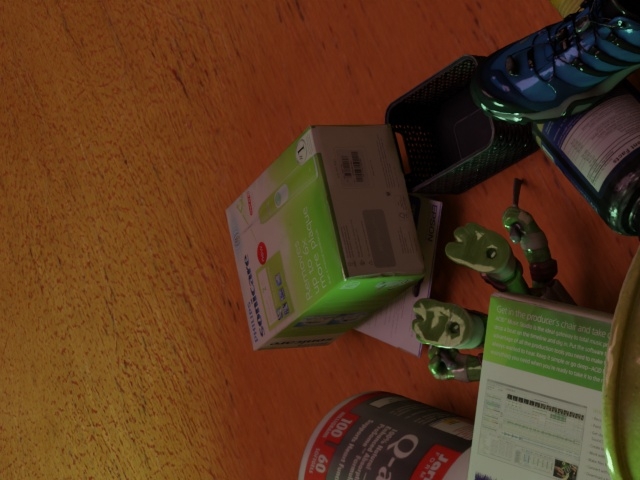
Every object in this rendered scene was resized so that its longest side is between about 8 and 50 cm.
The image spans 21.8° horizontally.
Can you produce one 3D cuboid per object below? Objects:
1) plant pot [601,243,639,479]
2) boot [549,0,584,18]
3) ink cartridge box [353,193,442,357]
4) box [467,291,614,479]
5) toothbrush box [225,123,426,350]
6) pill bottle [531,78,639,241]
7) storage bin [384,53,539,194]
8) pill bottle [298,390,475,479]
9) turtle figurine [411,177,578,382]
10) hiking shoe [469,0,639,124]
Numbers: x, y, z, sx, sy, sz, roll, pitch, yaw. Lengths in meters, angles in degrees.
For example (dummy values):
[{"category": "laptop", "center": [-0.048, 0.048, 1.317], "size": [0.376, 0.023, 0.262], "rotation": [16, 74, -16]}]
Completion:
[{"category": "plant pot", "center": [0.414, 0.117, 1.424], "size": [0.254, 0.276, 0.276], "rotation": [10, 98, 31]}, {"category": "boot", "center": [0.329, -0.365, 1.817], "size": [0.295, 0.104, 0.211], "rotation": [-51, 52, 43]}, {"category": "ink cartridge box", "center": [0.092, 0.029, 2.161], "size": [0.208, 0.045, 0.206], "rotation": [21, 107, 52]}, {"category": "box", "center": [0.251, 0.227, 1.657], "size": [0.232, 0.058, 0.322], "rotation": [13, 99, 47]}, {"category": "toothbrush box", "center": [0.000, 0.000, 2.122], "size": [0.283, 0.122, 0.206], "rotation": [-40, 57, 58]}, {"category": "pill bottle", "center": [0.333, -0.083, 1.794], "size": [0.219, 0.123, 0.122], "rotation": [55, 130, 35]}, {"category": "storage bin", "center": [0.173, -0.139, 2.030], "size": [0.180, 0.084, 0.122], "rotation": [-31, 66, 48]}, {"category": "pill bottle", "center": [0.157, 0.312, 1.945], "size": [0.363, 0.210, 0.210], "rotation": [13, 100, 51]}, {"category": "turtle figurine", "center": [0.172, 0.059, 1.866], "size": [0.198, 0.266, 0.274], "rotation": [-33, 66, 14]}, {"category": "hiking shoe", "center": [0.293, -0.221, 1.735], "size": [0.304, 0.132, 0.113], "rotation": [-19, 55, 12]}]
